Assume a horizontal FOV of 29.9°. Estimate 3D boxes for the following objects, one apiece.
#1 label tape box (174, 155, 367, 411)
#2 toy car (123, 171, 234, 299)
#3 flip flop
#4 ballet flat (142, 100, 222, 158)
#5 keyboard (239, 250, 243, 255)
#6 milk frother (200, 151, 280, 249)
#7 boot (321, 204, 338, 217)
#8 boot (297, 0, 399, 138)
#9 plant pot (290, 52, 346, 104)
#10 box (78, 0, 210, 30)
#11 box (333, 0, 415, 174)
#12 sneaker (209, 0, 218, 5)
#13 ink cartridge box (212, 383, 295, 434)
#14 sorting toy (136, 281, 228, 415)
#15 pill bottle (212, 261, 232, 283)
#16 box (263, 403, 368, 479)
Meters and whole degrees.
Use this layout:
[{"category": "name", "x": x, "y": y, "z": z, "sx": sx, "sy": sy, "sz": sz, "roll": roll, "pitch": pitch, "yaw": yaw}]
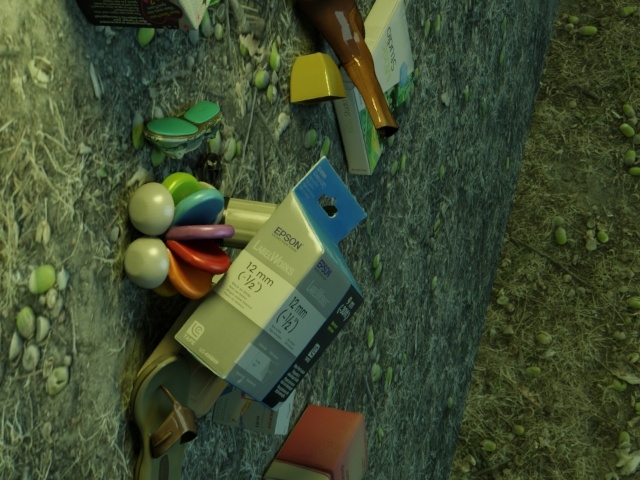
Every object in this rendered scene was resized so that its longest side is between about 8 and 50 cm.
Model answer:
[{"category": "label tape box", "x": -0.035, "y": 0.075, "z": 1.820, "sx": 0.348, "sy": 0.115, "sz": 0.249, "roll": -50, "pitch": 155, "yaw": -5}, {"category": "toy car", "x": -0.186, "y": -0.004, "z": 1.708, "sx": 0.159, "sy": 0.136, "sz": 0.182, "roll": -2, "pitch": 100, "yaw": -54}, {"category": "flip flop", "x": -0.224, "y": 0.292, "z": 1.789, "sx": 0.112, "sy": 0.080, "sz": 0.277, "roll": -19, "pitch": 122, "yaw": -48}, {"category": "ballet flat", "x": -0.201, "y": -0.152, "z": 1.754, "sx": 0.188, "sy": 0.070, "sz": 0.070, "roll": -33, "pitch": 128, "yaw": -58}, {"category": "keyboard", "x": -0.114, "y": 0.114, "z": 2.127, "sx": 0.072, "sy": 0.014, "sz": 0.256, "roll": -50, "pitch": 142, "yaw": -53}, {"category": "milk frother", "x": -0.128, "y": -0.058, "z": 1.860, "sx": 0.129, "sy": 0.135, "sz": 0.143, "roll": -77, "pitch": 175, "yaw": -85}, {"category": "boot", "x": 0.001, "y": 0.000, "z": 2.333, "sx": 0.121, "sy": 0.045, "sz": 0.099, "roll": -47, "pitch": 138, "yaw": -44}, {"category": "boot", "x": 0.049, "y": -0.322, "z": 2.137, "sx": 0.264, "sy": 0.096, "sz": 0.280, "roll": 41, "pitch": 30, "yaw": -78}, {"category": "plant pot", "x": -0.009, "y": -0.294, "z": 2.166, "sx": 0.081, "sy": 0.081, "sz": 0.083, "roll": -10, "pitch": 92, "yaw": -68}, {"category": "box", "x": -0.202, "y": -0.403, "z": 1.518, "sx": 0.142, "sy": 0.163, "sz": 0.247, "roll": 62, "pitch": 42, "yaw": -54}, {"category": "box", "x": 0.115, "y": -0.327, "z": 2.488, "sx": 0.232, "sy": 0.058, "sz": 0.322, "roll": 75, "pitch": 32, "yaw": -44}, {"category": "sneaker", "x": -0.152, "y": -0.397, "z": 1.701, "sx": 0.295, "sy": 0.123, "sz": 0.109, "roll": -62, "pitch": 151, "yaw": -42}, {"category": "ink cartridge box", "x": -0.113, "y": 0.277, "z": 2.037, "sx": 0.052, "sy": 0.122, "sz": 0.088, "roll": 23, "pitch": 75, "yaw": -68}, {"category": "sorting toy", "x": -0.185, "y": 0.170, "z": 1.869, "sx": 0.193, "sy": 0.038, "sz": 0.208, "roll": -54, "pitch": 150, "yaw": -5}, {"category": "pill bottle", "x": -0.155, "y": 0.076, "z": 1.921, "sx": 0.137, "sy": 0.078, "sz": 0.078, "roll": 47, "pitch": 54, "yaw": -63}, {"category": "box", "x": -0.005, "y": 0.458, "z": 2.369, "sx": 0.232, "sy": 0.127, "sz": 0.148, "roll": -54, "pitch": 146, "yaw": -51}]
